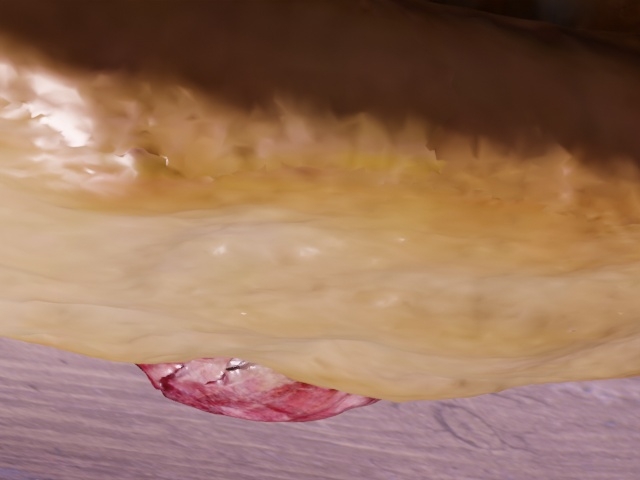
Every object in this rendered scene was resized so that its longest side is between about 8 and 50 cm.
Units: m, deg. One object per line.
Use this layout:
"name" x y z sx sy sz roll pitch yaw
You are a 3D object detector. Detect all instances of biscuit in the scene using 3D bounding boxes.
"biscuit" 0.000 0.001 0.683 0.446 0.104 0.429 8 166 -19

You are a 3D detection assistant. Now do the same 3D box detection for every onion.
"onion" -0.049 0.048 1.061 0.227 0.120 0.283 26 157 -22

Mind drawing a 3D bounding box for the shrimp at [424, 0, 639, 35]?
"shrimp" 0.031 -0.089 0.719 0.445 0.085 0.272 10 166 -6
